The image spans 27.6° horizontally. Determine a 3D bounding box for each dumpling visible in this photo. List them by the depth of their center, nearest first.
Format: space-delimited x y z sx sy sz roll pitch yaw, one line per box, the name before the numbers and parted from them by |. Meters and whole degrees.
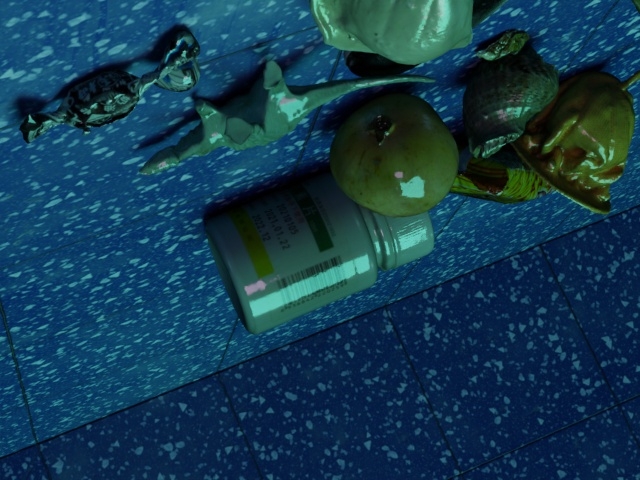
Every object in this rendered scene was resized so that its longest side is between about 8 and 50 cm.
dumpling | 0.075 -0.274 1.436 0.179 0.131 0.252 -5 154 12

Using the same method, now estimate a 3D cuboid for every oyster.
oyster | 0.273 -0.284 1.916 0.093 0.034 0.051 -27 175 -8

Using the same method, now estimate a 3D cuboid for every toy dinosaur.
toy dinosaur | -0.055 -0.166 1.630 0.393 0.092 0.205 -22 176 -1

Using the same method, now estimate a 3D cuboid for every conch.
conch | 0.280 -0.206 1.986 0.130 0.207 0.155 23 164 -5

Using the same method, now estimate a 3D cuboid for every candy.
candy | -0.236 -0.167 1.452 0.226 0.051 0.094 -27 156 2

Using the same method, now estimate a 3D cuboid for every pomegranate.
pomegranate | 0.108 -0.123 1.929 0.191 0.191 0.191 -23 167 -6

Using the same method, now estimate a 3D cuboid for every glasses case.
glasses case | 0.154 -0.291 1.580 0.122 0.075 0.314 -9 159 -49

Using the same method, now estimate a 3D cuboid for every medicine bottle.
medicine bottle | 0.000 0.000 2.154 0.339 0.208 0.208 -23 167 -10

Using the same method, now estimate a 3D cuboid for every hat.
hat | 0.488 -0.207 2.266 0.233 0.244 0.233 -48 164 28

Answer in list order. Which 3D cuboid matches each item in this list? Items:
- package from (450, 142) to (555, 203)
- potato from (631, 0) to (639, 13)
package | 0.288 -0.125 2.310 0.223 0.108 0.288 9 -178 34
potato | 0.549 -0.381 1.720 0.307 0.173 0.210 -27 169 -2
